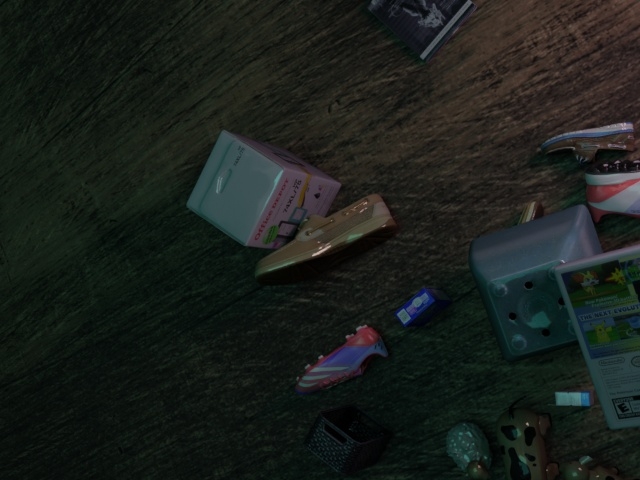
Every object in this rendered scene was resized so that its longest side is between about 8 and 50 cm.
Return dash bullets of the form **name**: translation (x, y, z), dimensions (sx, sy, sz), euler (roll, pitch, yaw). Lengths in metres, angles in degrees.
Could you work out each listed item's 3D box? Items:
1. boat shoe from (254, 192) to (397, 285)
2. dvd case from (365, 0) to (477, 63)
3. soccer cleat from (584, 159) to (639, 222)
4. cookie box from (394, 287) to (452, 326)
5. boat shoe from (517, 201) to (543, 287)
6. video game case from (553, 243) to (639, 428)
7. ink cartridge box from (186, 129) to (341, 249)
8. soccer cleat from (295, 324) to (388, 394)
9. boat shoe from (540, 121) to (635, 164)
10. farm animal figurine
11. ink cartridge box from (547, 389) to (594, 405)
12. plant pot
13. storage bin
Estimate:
- **boat shoe**: translation (0.000, 0.000, 1.898), dimensions (0.341, 0.122, 0.110), euler (-23, 68, -6)
- **dvd case**: translation (0.227, -0.536, 1.912), dimensions (0.164, 0.018, 0.221), euler (-48, 65, 16)
- **soccer cleat**: translation (0.673, -0.092, 1.598), dimensions (0.318, 0.108, 0.116), euler (1, 110, 25)
- **cookie box**: translation (0.224, 0.146, 1.810), dimensions (0.092, 0.107, 0.040), euler (-43, 66, 18)
- **boat shoe**: translation (0.411, 0.008, 1.745), dimensions (0.072, 0.068, 0.190), euler (17, 95, 40)
- **video game case**: translation (0.578, 0.143, 1.342), dimensions (0.329, 0.036, 0.300), euler (-18, 94, 36)
- **ink cartridge box**: translation (-0.127, -0.107, 1.930), dimensions (0.197, 0.270, 0.198), euler (34, 103, 27)
- **soccer cleat**: translation (0.044, 0.293, 1.916), dimensions (0.248, 0.083, 0.095), euler (-41, 73, 17)
- **boat shoe**: translation (0.539, -0.188, 1.686), dimensions (0.183, 0.066, 0.066), euler (-11, 82, 28)
- **farm animal figurine**: translation (0.434, 0.467, 1.631), dimensions (0.330, 0.172, 0.327), euler (-32, 72, 23)
- **ink cartridge box**: translation (0.502, 0.316, 1.676), dimensions (0.083, 0.048, 0.028), euler (-5, 84, 28)
- **plant pot**: translation (0.417, 0.099, 1.581), dimensions (0.247, 0.252, 0.248), euler (-19, 93, 21)
- **storage bin**: translation (0.061, 0.435, 1.835), dimensions (0.122, 0.180, 0.084), euler (32, 101, 27)
